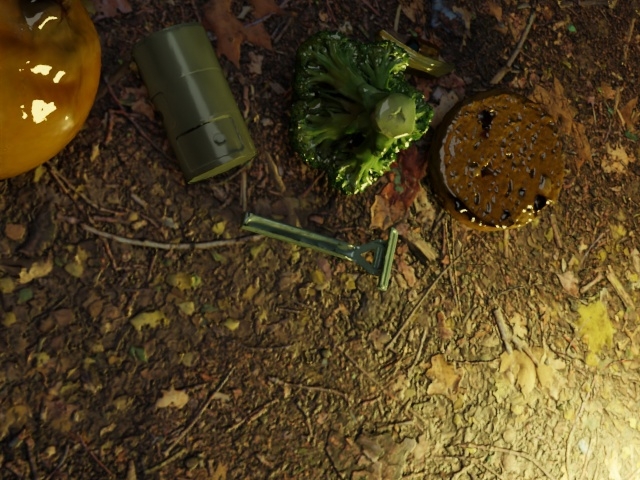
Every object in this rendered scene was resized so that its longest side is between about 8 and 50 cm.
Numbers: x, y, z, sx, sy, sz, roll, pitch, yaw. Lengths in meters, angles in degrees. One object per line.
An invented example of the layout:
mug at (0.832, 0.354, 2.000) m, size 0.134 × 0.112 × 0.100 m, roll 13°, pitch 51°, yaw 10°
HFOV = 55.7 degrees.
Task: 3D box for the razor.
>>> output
razor at (-0.004, 0.001, 1.058) m, size 0.278 × 0.056 × 0.111 m, roll 15°, pitch 78°, yaw -11°

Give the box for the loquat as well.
loquat at (-0.443, -0.237, 0.773) m, size 0.328 × 0.328 × 0.328 m, roll 2°, pitch 84°, yaw -20°

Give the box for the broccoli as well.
broccoli at (0.067, -0.216, 0.986) m, size 0.269 × 0.269 × 0.254 m, roll 39°, pitch 89°, yaw -12°

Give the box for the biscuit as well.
biscuit at (0.338, -0.154, 1.178) m, size 0.296 × 0.075 × 0.296 m, roll 0°, pitch 90°, yaw -19°

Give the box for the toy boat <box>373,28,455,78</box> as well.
toy boat at (0.176, -0.352, 1.145) m, size 0.172 × 0.065 × 0.066 m, roll 14°, pitch 94°, yaw -23°

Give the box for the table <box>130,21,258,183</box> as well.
table at (-0.198, -0.215, 0.964) m, size 0.126 × 0.126 × 0.220 m, roll -25°, pitch 94°, yaw -20°
